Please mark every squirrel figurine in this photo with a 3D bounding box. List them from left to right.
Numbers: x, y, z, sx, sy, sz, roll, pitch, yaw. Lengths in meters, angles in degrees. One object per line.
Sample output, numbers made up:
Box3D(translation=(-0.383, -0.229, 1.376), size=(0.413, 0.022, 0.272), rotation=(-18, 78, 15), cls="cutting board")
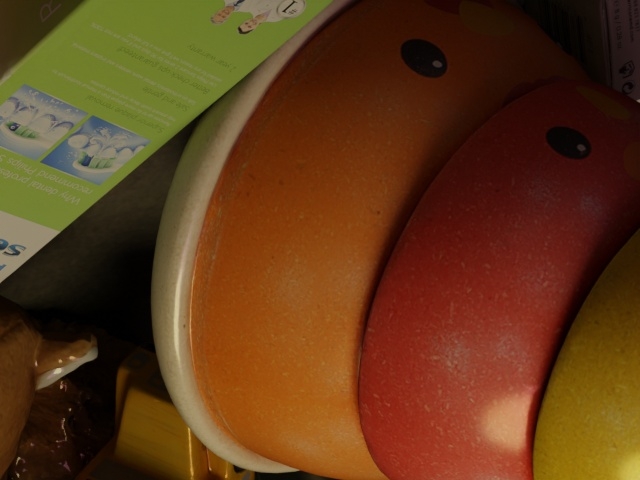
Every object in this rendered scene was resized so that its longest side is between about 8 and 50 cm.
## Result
Box3D(translation=(-0.296, 0.176, 1.273), size=(0.397, 0.281, 0.370), rotation=(-37, 147, -62), cls="squirrel figurine")

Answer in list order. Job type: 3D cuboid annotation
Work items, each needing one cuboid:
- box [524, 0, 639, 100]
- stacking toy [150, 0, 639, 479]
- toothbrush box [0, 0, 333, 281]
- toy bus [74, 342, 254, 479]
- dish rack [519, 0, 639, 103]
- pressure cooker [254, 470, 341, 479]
Box3D(translation=(0.277, -0.194, 1.063), size=(0.275, 0.113, 0.094), rotation=(-23, 127, -14), cls="box")
Box3D(translation=(0.174, 0.058, 0.891), size=(0.350, 0.480, 0.350), rotation=(-31, 134, -38), cls="stacking toy")
Box3D(translation=(-0.154, -0.144, 0.897), size=(0.283, 0.206, 0.122), rotation=(-38, 143, 27), cls="toothbrush box")
Box3D(translation=(-0.125, 0.249, 1.254), size=(0.130, 0.108, 0.332), rotation=(-45, 147, -49), cls="toy bus")
Box3D(translation=(0.078, -0.107, 1.190), size=(0.333, 0.072, 0.285), rotation=(2, 141, -28), cls="dish rack")
Box3D(translation=(0.123, 0.214, 1.390), size=(0.370, 0.420, 0.375), rotation=(28, 104, -25), cls="pressure cooker")
